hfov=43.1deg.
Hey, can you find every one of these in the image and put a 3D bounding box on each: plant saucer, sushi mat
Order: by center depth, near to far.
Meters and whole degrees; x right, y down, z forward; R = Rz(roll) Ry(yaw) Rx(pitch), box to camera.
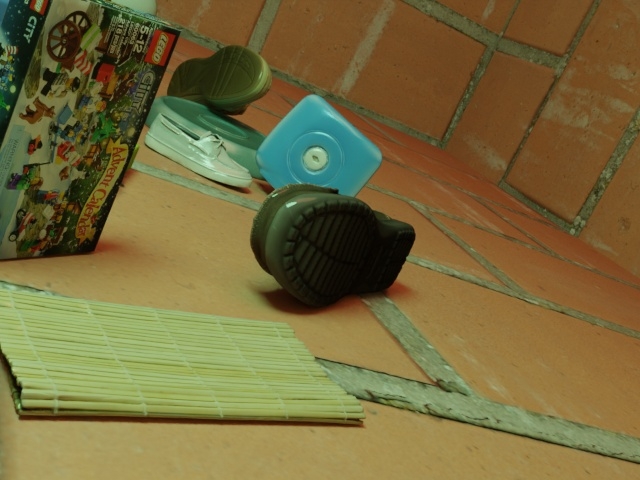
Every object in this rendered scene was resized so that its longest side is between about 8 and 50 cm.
[{"bbox_3d":[-0.110,0.095,0.657,0.316,0.019,0.151,13,18,-42],"label":"sushi mat"},{"bbox_3d":[-0.188,-0.198,1.520,0.317,0.044,0.317,25,14,-6],"label":"plant saucer"}]

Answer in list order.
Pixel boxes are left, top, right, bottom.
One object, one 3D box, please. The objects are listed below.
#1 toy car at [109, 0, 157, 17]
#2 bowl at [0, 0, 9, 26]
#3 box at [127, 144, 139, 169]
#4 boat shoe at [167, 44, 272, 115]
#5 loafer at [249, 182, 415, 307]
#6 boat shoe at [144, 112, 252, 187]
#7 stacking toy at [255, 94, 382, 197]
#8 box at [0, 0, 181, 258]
[{"bbox_3d":[-0.340,-0.342,1.220,0.210,0.238,0.219,14,44,-50],"label":"toy car"},{"bbox_3d":[-0.454,-0.326,0.919,0.391,0.077,0.391,30,16,-10],"label":"bowl"},{"bbox_3d":[-0.298,-0.109,1.011,0.109,0.042,0.178,24,14,-8],"label":"box"},{"bbox_3d":[-0.187,-0.317,1.654,0.110,0.122,0.341,28,-9,-36],"label":"boat shoe"},{"bbox_3d":[0.000,0.000,1.003,0.130,0.134,0.366,27,4,23],"label":"loafer"},{"bbox_3d":[-0.186,-0.144,1.282,0.184,0.063,0.066,28,14,8],"label":"boat shoe"},{"bbox_3d":[0.003,-0.134,1.453,0.175,0.166,0.302,42,4,2],"label":"stacking toy"},{"bbox_3d":[-0.224,-0.097,0.701,0.044,0.233,0.159,31,15,22],"label":"box"}]
